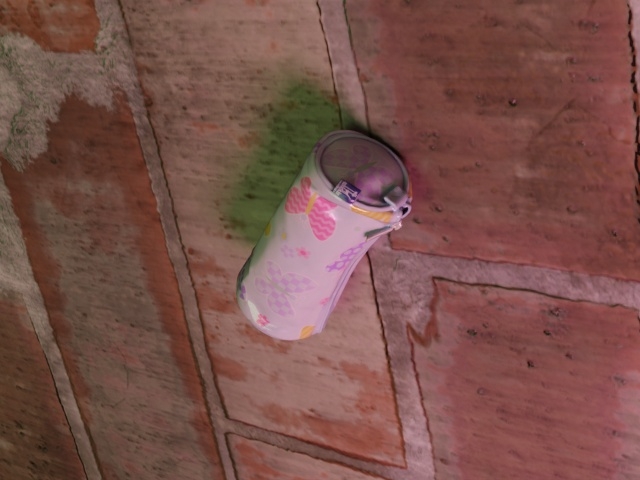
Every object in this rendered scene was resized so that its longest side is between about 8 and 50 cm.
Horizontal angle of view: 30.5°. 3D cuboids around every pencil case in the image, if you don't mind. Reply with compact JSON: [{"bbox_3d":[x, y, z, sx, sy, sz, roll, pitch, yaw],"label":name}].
[{"bbox_3d":[0.000,0.000,1.319,0.124,0.113,0.273,32,135,-3],"label":"pencil case"}]
